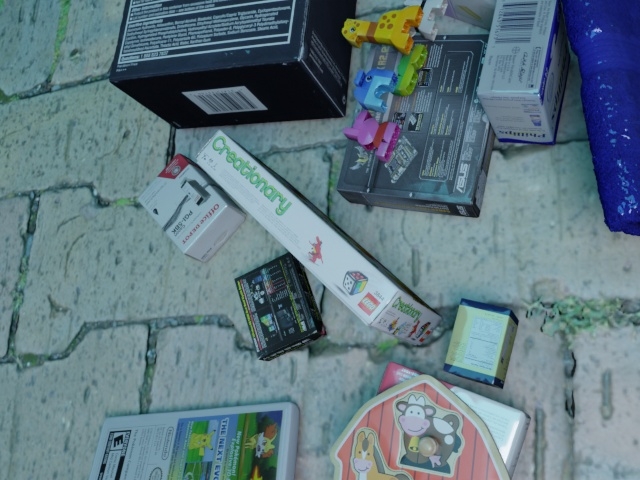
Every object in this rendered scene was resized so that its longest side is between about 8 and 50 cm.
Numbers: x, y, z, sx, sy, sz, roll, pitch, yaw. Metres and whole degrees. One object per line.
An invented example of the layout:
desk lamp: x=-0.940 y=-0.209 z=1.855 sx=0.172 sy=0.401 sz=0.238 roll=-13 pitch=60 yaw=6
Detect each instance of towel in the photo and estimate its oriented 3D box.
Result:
towel: x=0.348 y=-0.141 z=0.665 sx=0.076 sy=0.228 sz=0.308 roll=-34 pitch=53 yaw=57

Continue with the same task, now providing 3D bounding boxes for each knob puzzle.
knob puzzle: x=0.096 y=0.234 z=0.646 sx=0.213 sy=0.030 sz=0.213 roll=-7 pitch=72 yaw=22

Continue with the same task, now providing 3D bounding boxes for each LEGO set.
LEGO set: x=0.071 y=-0.227 z=0.798 sx=0.093 sy=0.087 sz=0.227 roll=18 pitch=82 yaw=28

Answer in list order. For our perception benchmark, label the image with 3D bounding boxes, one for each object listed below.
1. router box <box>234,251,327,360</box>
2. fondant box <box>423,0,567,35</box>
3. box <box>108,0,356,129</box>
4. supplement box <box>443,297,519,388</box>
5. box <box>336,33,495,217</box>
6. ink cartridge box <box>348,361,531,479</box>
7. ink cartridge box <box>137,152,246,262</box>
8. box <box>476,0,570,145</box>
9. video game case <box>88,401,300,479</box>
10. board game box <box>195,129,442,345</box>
router box: x=-0.055 y=0.089 z=0.851 sx=0.092 sy=0.038 sz=0.122 roll=-26 pitch=66 yaw=14
fondant box: x=0.281 y=-0.442 z=0.827 sx=0.238 sy=0.096 sz=0.330 roll=31 pitch=88 yaw=28
box: x=-0.110 y=-0.335 z=0.916 sx=0.297 sy=0.183 sz=0.293 roll=1 pitch=77 yaw=22
supplement box: x=0.183 y=0.118 z=0.714 sx=0.056 sy=0.083 sz=0.083 roll=12 pitch=79 yaw=26
box: x=0.135 y=-0.154 z=0.828 sx=0.183 sy=0.056 sz=0.230 roll=8 pitch=78 yaw=27
ink cartridge box: x=0.120 y=0.265 z=0.695 sx=0.159 sy=0.092 sz=0.217 roll=18 pitch=81 yaw=27
ink cartridge box: x=-0.192 y=-0.049 z=0.940 sx=0.099 sy=0.056 sz=0.135 roll=-48 pitch=62 yaw=3
box: x=0.244 y=-0.197 z=0.747 sx=0.072 sy=0.137 sz=0.126 roll=9 pitch=79 yaw=28
video game case: x=-0.178 y=0.370 z=0.773 sx=0.300 sy=0.036 sz=0.328 roll=-10 pitch=53 yaw=21
board game box: x=0.000 y=0.000 z=0.766 sx=0.305 sy=0.193 sz=0.053 roll=42 pitch=95 yaw=27
